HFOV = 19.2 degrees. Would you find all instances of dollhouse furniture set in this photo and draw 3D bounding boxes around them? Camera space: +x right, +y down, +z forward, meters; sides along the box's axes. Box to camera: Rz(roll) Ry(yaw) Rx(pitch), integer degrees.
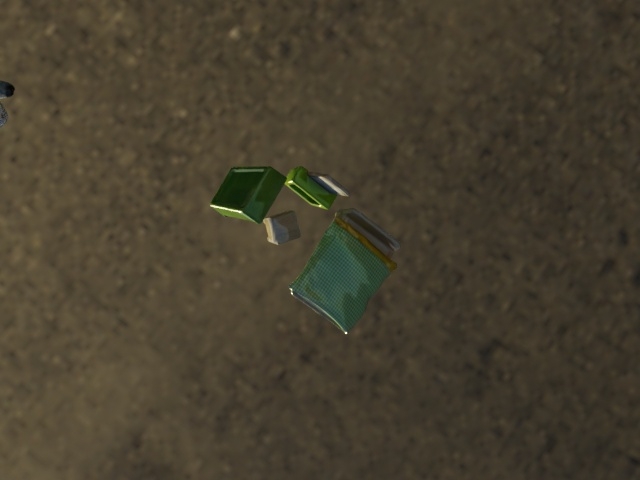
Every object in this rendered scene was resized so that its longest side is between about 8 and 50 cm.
[{"bbox_3d":[0.000,0.000,1.318,0.151,0.076,0.058,37,167,-27],"label":"dollhouse furniture set"}]

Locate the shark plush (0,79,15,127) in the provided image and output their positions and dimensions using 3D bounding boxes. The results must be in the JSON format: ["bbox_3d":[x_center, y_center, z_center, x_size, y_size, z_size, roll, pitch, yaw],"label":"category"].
[{"bbox_3d":[-0.328,-0.128,1.593,0.161,0.073,0.067,29,178,19],"label":"shark plush"}]
